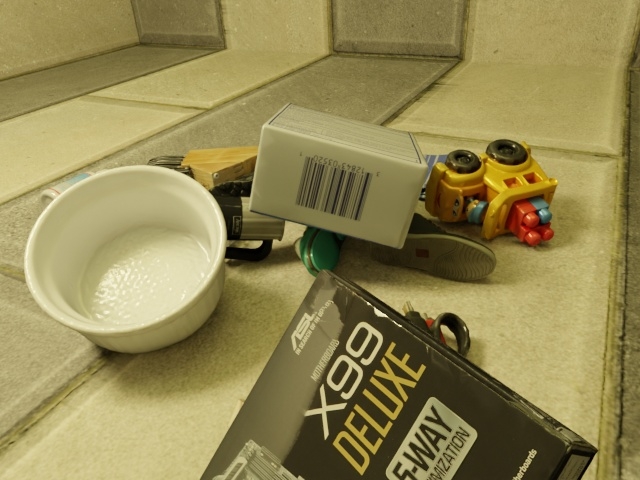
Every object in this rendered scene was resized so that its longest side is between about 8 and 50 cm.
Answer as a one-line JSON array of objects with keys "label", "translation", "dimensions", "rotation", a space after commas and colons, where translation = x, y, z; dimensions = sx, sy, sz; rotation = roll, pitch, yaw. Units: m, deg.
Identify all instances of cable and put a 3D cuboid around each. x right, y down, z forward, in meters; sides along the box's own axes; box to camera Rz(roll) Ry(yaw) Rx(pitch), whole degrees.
[{"label": "cable", "translation": [0.150, 0.188, 0.669], "dimensions": [0.139, 0.072, 0.287], "rotation": [7, 41, -15]}]

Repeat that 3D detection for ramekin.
[{"label": "ramekin", "translation": [-0.275, 0.034, 0.776], "dimensions": [0.276, 0.135, 0.278], "rotation": [2, 59, -3]}]

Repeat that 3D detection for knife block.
[{"label": "knife block", "translation": [-0.279, -0.175, 1.258], "dimensions": [0.242, 0.088, 0.275], "rotation": [24, 41, 37]}]

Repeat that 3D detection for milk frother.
[{"label": "milk frother", "translation": [-0.148, -0.045, 0.970], "dimensions": [0.134, 0.129, 0.143], "rotation": [2, 42, -17]}]

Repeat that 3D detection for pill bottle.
[{"label": "pill bottle", "translation": [-0.543, -0.104, 1.168], "dimensions": [0.087, 0.087, 0.160], "rotation": [14, 35, 26]}]

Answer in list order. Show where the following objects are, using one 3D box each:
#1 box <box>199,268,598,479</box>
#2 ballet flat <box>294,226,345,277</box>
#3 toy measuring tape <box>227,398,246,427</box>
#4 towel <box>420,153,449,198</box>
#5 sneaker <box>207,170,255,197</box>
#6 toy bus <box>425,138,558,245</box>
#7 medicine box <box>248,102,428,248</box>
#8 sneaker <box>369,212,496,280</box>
[{"label": "box", "translation": [0.019, 0.211, 0.405], "dimensions": [0.076, 0.308, 0.242], "rotation": [27, 4, -45]}, {"label": "ballet flat", "translation": [0.000, 0.000, 0.965], "dimensions": [0.087, 0.083, 0.247], "rotation": [-16, 23, 29]}, {"label": "toy measuring tape", "translation": [0.016, 0.235, 0.509], "dimensions": [0.329, 0.122, 0.121], "rotation": [16, 36, 30]}, {"label": "towel", "translation": [0.157, -0.179, 1.271], "dimensions": [0.335, 0.040, 0.243], "rotation": [8, 32, 18]}, {"label": "sneaker", "translation": [-0.165, -0.093, 1.132], "dimensions": [0.283, 0.107, 0.124], "rotation": [-28, 14, -29]}, {"label": "toy bus", "translation": [0.343, -0.072, 0.995], "dimensions": [0.220, 0.150, 0.212], "rotation": [-13, 48, -12]}, {"label": "medicine box", "translation": [0.034, -0.132, 0.925], "dimensions": [0.263, 0.149, 0.289], "rotation": [14, 22, -1]}, {"label": "sneaker", "translation": [0.211, -0.002, 0.924], "dimensions": [0.221, 0.083, 0.118], "rotation": [12, 33, 25]}]
